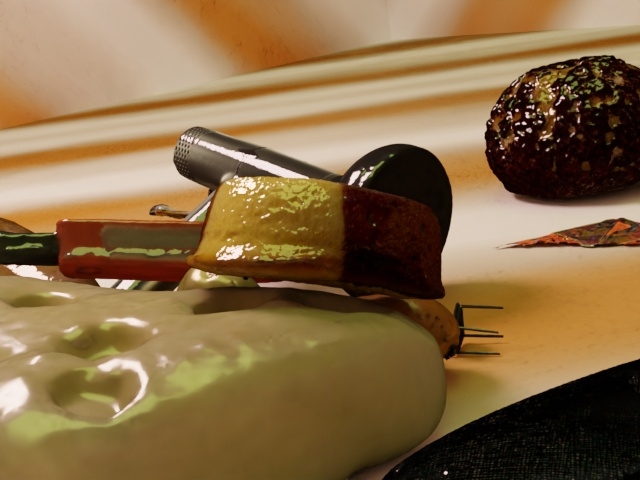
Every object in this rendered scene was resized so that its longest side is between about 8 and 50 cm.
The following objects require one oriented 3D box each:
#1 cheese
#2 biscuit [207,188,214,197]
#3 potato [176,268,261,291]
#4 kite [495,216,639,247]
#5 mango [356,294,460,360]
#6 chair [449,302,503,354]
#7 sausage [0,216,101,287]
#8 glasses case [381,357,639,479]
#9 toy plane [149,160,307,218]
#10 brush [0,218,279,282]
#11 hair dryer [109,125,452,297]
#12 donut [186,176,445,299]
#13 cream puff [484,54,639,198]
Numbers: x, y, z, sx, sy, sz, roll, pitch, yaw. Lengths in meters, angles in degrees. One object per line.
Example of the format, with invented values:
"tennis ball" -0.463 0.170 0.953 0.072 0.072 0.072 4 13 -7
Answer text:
"cheese" -0.094 0.094 0.806 0.328 0.129 0.351 -8 14 -20
"biscuit" -0.121 -0.072 1.664 0.087 0.027 0.089 -5 15 10
"potato" -0.074 0.065 0.932 0.091 0.070 0.138 26 -10 19
"kite" 0.313 -0.010 1.221 0.222 0.008 0.125 0 14 28
"mango" 0.046 0.074 0.890 0.127 0.077 0.063 0 31 5
"chair" 0.109 0.075 0.937 0.086 0.037 0.042 -1 27 12
"sausage" -0.354 0.036 1.148 0.123 0.136 0.501 2 5 -40
"glasses case" 0.178 0.121 0.627 0.321 0.082 0.122 -14 16 -26
"toy plane" -0.051 -0.046 1.366 0.204 0.103 0.316 8 18 18
"brush" -0.118 0.007 0.971 0.323 0.051 0.070 3 -16 -10
"hair dryer" -0.066 0.020 1.126 0.320 0.156 0.284 11 67 37
"donut" 0.000 0.000 0.800 0.184 0.073 0.166 9 -7 -6
"cream puff" 0.325 -0.146 1.420 0.239 0.165 0.239 -11 13 3
